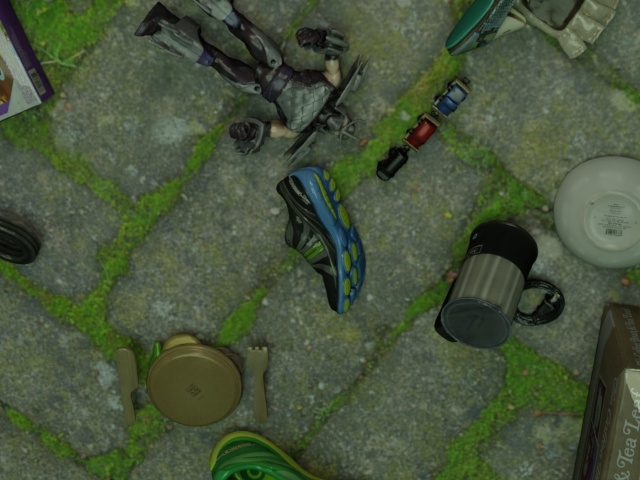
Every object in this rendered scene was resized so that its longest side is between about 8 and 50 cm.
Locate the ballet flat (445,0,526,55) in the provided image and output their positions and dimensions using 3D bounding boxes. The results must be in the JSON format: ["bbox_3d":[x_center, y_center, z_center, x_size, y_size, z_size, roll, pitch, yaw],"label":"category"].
[{"bbox_3d":[0.212,-0.268,1.409,0.070,0.070,0.188,34,117,-4],"label":"ballet flat"}]

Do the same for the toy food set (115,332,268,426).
[{"bbox_3d":[-0.161,0.179,1.650,0.192,0.038,0.132,0,115,2],"label":"toy food set"}]

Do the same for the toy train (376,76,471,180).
[{"bbox_3d":[0.120,-0.130,1.510,0.027,0.036,0.158,40,108,-6],"label":"toy train"}]

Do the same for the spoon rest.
[{"bbox_3d":[0.410,-0.021,1.499,0.276,0.084,0.137,11,108,18],"label":"spoon rest"}]

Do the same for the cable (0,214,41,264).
[{"bbox_3d":[-0.484,-0.056,1.591,0.287,0.072,0.139,12,136,-4],"label":"cable"}]

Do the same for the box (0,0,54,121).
[{"bbox_3d":[-0.474,-0.263,1.531,0.201,0.057,0.293,-21,104,13],"label":"box"}]

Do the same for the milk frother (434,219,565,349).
[{"bbox_3d":[0.219,0.076,1.512,0.143,0.134,0.129,25,140,2],"label":"milk frother"}]

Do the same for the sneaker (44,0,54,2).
[{"bbox_3d":[-0.343,-0.411,1.442,0.169,0.108,0.292,-30,103,12],"label":"sneaker"}]

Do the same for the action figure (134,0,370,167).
[{"bbox_3d":[-0.068,-0.195,1.484,0.285,0.099,0.185,35,100,-9],"label":"action figure"}]

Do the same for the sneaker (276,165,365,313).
[{"bbox_3d":[0.000,0.000,1.562,0.078,0.067,0.188,-10,109,32],"label":"sneaker"}]

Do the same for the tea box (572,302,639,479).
[{"bbox_3d":[0.472,0.277,1.501,0.324,0.220,0.329,8,108,4],"label":"tea box"}]

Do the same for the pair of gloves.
[{"bbox_3d":[0.285,-0.346,1.419,0.204,0.042,0.240,40,107,-6],"label":"pair of gloves"}]

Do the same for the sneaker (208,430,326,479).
[{"bbox_3d":[-0.013,0.349,1.635,0.296,0.123,0.109,23,109,-1],"label":"sneaker"}]
